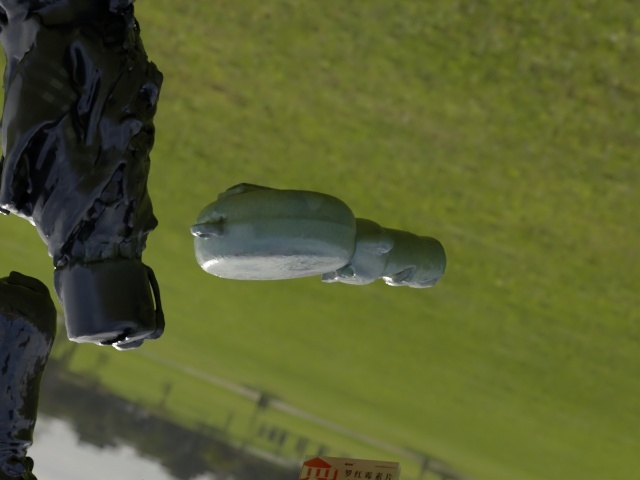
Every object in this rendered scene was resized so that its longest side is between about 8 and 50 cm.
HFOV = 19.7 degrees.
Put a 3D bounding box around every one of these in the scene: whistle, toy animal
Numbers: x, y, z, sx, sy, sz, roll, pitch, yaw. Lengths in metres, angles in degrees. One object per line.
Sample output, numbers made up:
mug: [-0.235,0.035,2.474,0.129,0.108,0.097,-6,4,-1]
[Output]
whistle: [0.000,0.000,1.444,0.258,0.067,0.126,11,163,-43]
toy animal: [-0.369,0.197,2.028,0.168,0.343,0.106,1,-173,9]

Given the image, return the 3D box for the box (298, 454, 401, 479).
box: [0.025,0.229,1.703,0.093,0.058,0.015,4,141,14]

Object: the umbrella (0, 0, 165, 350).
umbrella: [-0.166,-0.104,1.091,0.154,0.337,0.128,1,178,15]
